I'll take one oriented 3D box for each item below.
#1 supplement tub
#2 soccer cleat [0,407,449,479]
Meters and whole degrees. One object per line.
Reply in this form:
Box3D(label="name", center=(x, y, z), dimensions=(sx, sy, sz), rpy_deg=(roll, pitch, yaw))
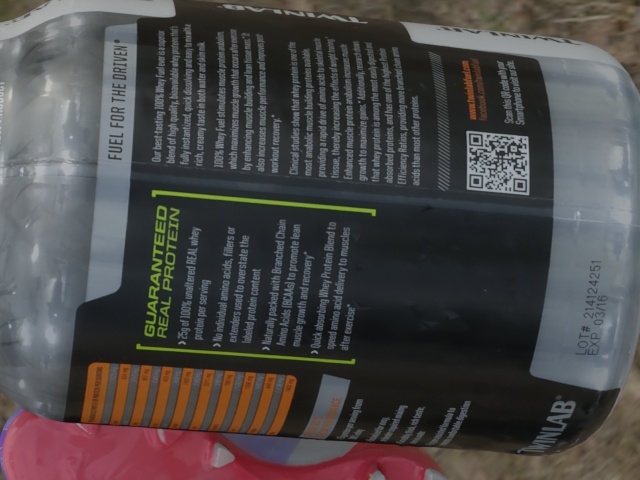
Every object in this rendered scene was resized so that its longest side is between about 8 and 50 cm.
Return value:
Box3D(label="supplement tub", center=(-0.027, -0.008, 0.887), dimensions=(0.316, 0.193, 0.193), rpy_deg=(5, 101, -9))
Box3D(label="soccer cleat", center=(-0.051, 0.116, 0.995), dimensions=(0.095, 0.248, 0.083), rpy_deg=(25, 103, 62))
